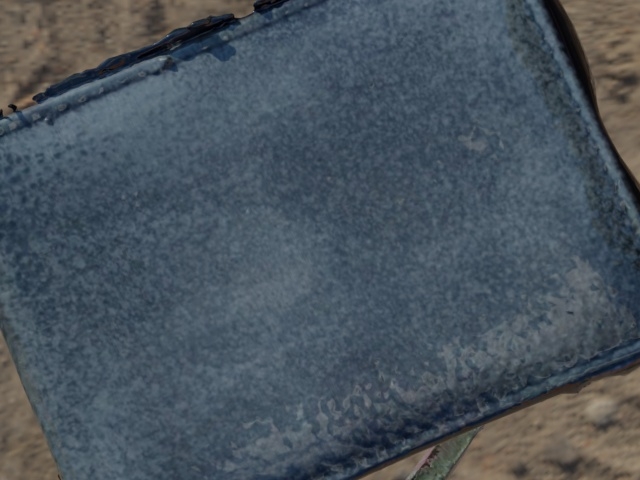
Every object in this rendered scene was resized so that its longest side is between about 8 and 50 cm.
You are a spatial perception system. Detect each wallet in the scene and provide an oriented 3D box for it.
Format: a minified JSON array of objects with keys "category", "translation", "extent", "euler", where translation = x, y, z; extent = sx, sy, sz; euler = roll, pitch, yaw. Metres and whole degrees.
[{"category":"wallet","translation":[0.000,0.000,0.551],"extent":[0.222,0.036,0.167],"euler":[-24,84,-6]}]

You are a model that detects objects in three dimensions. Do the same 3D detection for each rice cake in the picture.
[{"category":"rice cake","translation":[0.113,0.214,1.573],"extent":[0.033,0.207,0.033],"euler":[41,120,5]}]

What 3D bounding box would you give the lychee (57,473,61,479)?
[{"category":"lychee","translation":[-0.191,0.229,1.571],"extent":[0.123,0.129,0.123],"euler":[-2,123,-3]}]
